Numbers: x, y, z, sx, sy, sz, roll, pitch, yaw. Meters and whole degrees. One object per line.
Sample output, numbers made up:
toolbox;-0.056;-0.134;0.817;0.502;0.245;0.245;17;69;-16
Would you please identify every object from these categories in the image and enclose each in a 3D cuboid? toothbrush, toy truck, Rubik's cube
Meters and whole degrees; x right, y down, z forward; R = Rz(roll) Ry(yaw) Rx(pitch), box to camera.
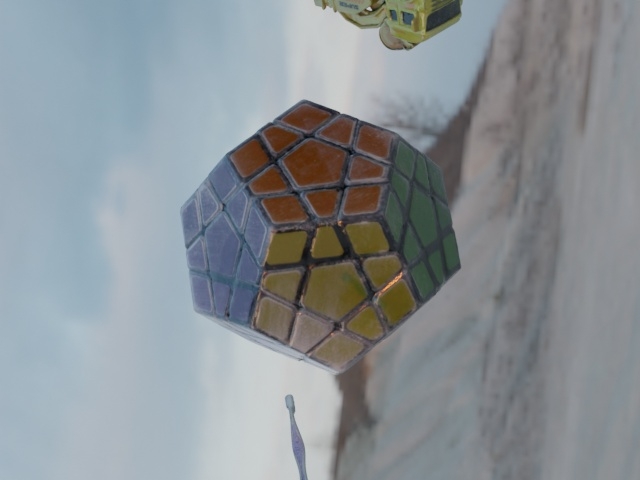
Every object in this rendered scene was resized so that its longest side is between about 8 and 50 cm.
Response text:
toothbrush;-0.019;0.181;1.362;0.131;0.011;0.013;-102;-10;-51
toy truck;0.070;-0.275;1.770;0.085;0.191;0.116;-34;-49;-35
Rubik's cube;0.000;0.000;1.787;0.319;0.264;0.319;-40;-4;-4
